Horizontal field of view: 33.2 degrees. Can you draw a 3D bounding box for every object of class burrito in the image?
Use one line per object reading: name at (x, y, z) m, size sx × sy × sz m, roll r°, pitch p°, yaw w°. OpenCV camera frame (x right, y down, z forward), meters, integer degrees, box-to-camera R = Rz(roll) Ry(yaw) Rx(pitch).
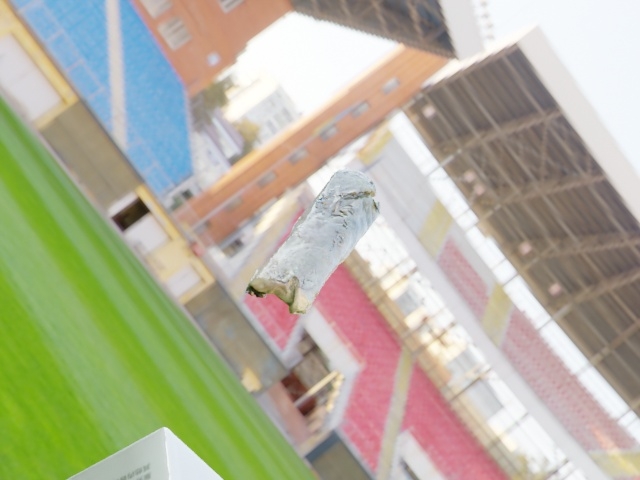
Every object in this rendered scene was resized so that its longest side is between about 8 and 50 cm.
burrito at (0.001, -0.001, 0.836) m, size 0.051 × 0.171 × 0.042 m, roll 37°, pitch -51°, yaw 2°

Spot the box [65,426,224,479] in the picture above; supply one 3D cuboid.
box at (-0.072, 0.314, 0.611) m, size 0.225 × 0.143 × 0.341 m, roll 53°, pitch 12°, yaw -38°
